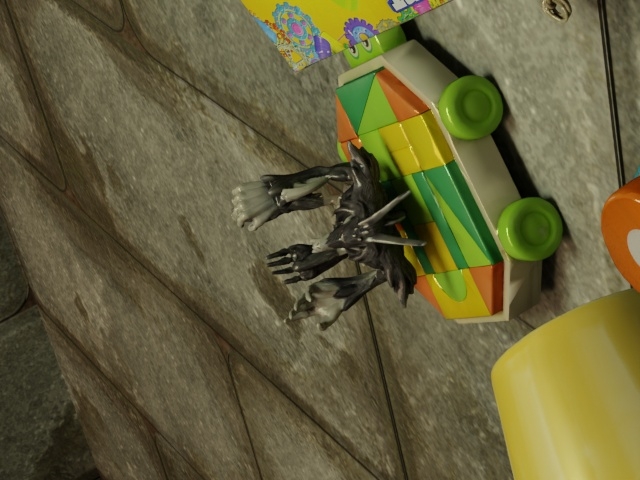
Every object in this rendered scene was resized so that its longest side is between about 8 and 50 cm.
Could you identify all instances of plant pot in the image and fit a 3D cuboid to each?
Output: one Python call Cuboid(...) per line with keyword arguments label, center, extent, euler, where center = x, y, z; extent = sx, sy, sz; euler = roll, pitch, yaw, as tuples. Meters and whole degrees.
Cuboid(label="plant pot", center=(0.251, 0.177, 1.341), extent=(0.254, 0.254, 0.239), euler=(106, 143, -62))

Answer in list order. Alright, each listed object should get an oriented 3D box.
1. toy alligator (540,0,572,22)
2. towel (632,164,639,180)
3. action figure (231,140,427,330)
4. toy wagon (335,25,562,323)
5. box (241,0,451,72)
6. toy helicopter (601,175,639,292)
Cuboid(label="toy alligator", center=(0.135, -0.237, 1.342), extent=(0.189, 0.051, 0.056), euler=(42, 146, 19))
Cuboid(label="towel", center=(0.327, -0.026, 1.171), extent=(0.271, 0.040, 0.370), euler=(50, 157, 25))
Cuboid(label="action figure", center=(0.000, 0.000, 1.645), extent=(0.164, 0.141, 0.275), euler=(66, 163, -7))
Cuboid(label="toy wagon", center=(0.090, -0.085, 1.612), extent=(0.344, 0.068, 0.267), euler=(63, 159, -5))
Cuboid(label="box", center=(0.025, -0.300, 1.174), extent=(0.279, 0.177, 0.290), euler=(53, 149, -14))
Cuboid(label="toy helicopter", center=(0.341, 0.064, 1.030), extent=(0.355, 0.140, 0.235), euler=(20, 135, 53))
